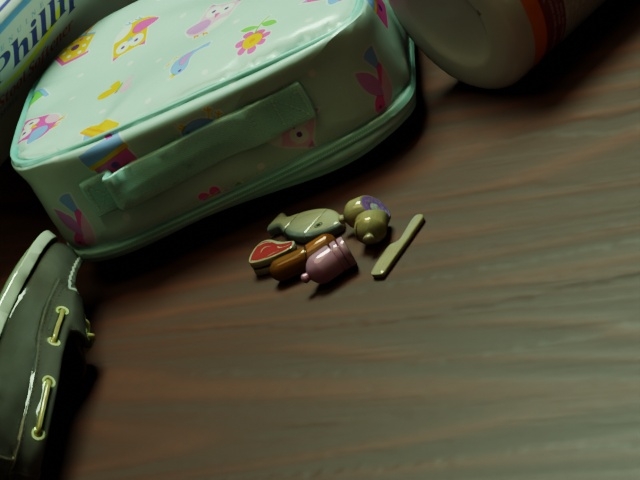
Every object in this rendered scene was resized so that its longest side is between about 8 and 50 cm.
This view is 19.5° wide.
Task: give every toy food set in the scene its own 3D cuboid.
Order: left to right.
[{"bbox_3d":[0.000,0.000,1.129,0.122,0.019,0.078,-4,37,41],"label":"toy food set"}]

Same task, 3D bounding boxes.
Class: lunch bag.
[{"bbox_3d":[-0.073,-0.098,1.273,0.279,0.108,0.224,-24,29,13],"label":"lunch bag"}]

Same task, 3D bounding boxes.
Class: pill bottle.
[{"bbox_3d":[0.154,-0.208,1.216,0.221,0.121,0.121,-43,30,-23],"label":"pill bottle"}]

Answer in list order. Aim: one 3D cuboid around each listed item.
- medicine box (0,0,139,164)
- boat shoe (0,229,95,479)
[{"bbox_3d":[-0.295,-0.238,1.407,0.289,0.149,0.263,29,63,14],"label":"medicine box"},{"bbox_3d":[-0.177,0.073,1.137,0.227,0.069,0.081,-75,11,-59],"label":"boat shoe"}]
